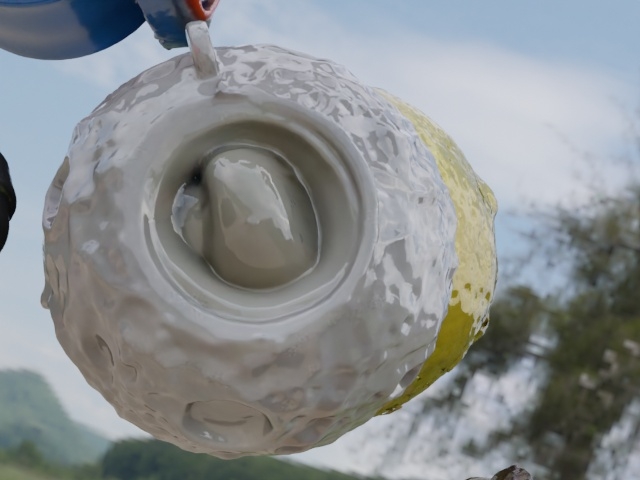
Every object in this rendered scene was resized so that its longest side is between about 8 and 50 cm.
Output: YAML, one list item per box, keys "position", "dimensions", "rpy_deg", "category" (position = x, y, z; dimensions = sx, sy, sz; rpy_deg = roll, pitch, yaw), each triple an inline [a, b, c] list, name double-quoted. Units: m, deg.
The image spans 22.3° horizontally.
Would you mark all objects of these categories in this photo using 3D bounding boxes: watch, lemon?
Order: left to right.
- position: [-0.217, -0.324, 1.416]
  dimensions: [0.274, 0.305, 0.241]
  rpy_deg: [2, -16, 6]
  category: "watch"
- position: [0.000, 0.000, 1.649]
  dimensions: [0.387, 0.350, 0.350]
  rpy_deg: [46, -21, -23]
  category: "lemon"

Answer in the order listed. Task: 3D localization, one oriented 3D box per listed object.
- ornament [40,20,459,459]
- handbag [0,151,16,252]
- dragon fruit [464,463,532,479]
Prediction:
- position: [-0.056, 0.010, 1.311]
  dimensions: [0.337, 0.337, 0.337]
  rpy_deg: [20, -11, 4]
  category: "ornament"
- position: [-0.342, -0.021, 0.987]
  dimensions: [0.308, 0.093, 0.254]
  rpy_deg: [-6, -15, -15]
  category: "handbag"
- position: [0.169, 0.353, 1.185]
  dimensions: [0.296, 0.314, 0.263]
  rpy_deg: [32, 3, 29]
  category: "dragon fruit"
